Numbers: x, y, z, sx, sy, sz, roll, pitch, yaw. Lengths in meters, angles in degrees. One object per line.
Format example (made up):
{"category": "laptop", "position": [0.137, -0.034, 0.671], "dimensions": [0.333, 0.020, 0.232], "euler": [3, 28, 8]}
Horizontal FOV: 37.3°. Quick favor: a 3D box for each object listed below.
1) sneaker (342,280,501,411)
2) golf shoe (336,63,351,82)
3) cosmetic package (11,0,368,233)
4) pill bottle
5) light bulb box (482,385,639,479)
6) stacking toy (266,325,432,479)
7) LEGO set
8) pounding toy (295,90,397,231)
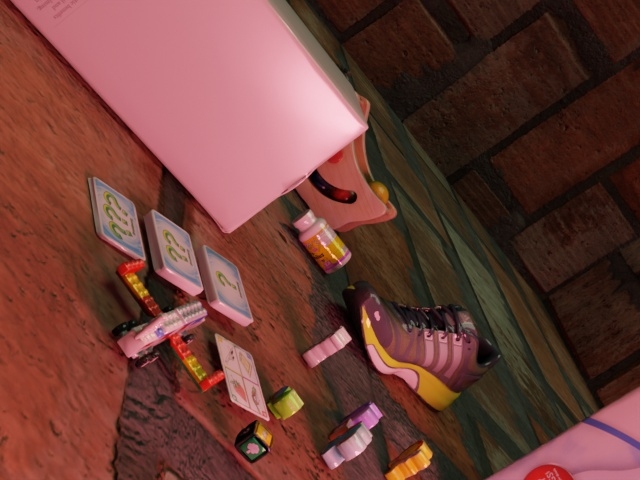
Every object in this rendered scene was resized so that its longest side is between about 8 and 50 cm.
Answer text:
{"category": "sneaker", "position": [0.132, 0.118, 1.232], "dimensions": [0.300, 0.121, 0.111], "euler": [39, 20, -49]}
{"category": "golf shoe", "position": [-0.085, -0.275, 1.526], "dimensions": [0.273, 0.120, 0.105], "euler": [36, 30, 19]}
{"category": "cosmetic package", "position": [-0.138, -0.213, 0.961], "dimensions": [0.365, 0.197, 0.155], "euler": [50, 13, -26]}
{"category": "pill bottle", "position": [0.000, 0.000, 1.236], "dimensions": [0.083, 0.043, 0.043], "euler": [51, 14, -12]}
{"category": "light bulb box", "position": [0.394, 0.365, 1.017], "dimensions": [0.225, 0.361, 0.358], "euler": [37, 22, -47]}
{"category": "stacking toy", "position": [0.035, 0.182, 0.899], "dimensions": [0.167, 0.052, 0.221], "euler": [54, 14, 0]}
{"category": "LEGO set", "position": [-0.095, 0.055, 0.759], "dimensions": [0.182, 0.060, 0.244], "euler": [38, 21, -40]}
{"category": "pounding toy", "position": [0.030, -0.138, 1.436], "dimensions": [0.269, 0.154, 0.155], "euler": [58, 14, 11]}
